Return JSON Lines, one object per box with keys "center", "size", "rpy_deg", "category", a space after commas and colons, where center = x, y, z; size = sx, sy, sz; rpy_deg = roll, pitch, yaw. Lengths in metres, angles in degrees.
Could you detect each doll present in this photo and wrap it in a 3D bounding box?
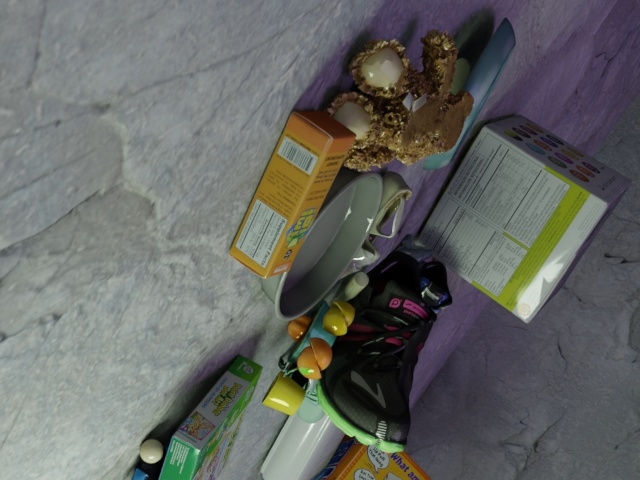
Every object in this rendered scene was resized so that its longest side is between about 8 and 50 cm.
{"center": [-0.281, 0.389, 1.471], "size": [0.129, 0.046, 0.189], "rpy_deg": [-39, 155, -44], "category": "doll"}

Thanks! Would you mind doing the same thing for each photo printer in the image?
{"center": [0.002, 0.426, 2.148], "size": [0.307, 0.107, 0.256], "rpy_deg": [-62, 162, 15], "category": "photo printer"}

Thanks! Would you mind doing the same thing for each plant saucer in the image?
{"center": [0.286, -0.264, 1.696], "size": [0.318, 0.043, 0.317], "rpy_deg": [-59, 174, -10], "category": "plant saucer"}

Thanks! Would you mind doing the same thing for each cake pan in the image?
{"center": [0.000, 0.000, 1.509], "size": [0.293, 0.054, 0.293], "rpy_deg": [-48, 160, -24], "category": "cake pan"}

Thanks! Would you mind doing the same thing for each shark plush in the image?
{"center": [0.191, 0.046, 2.044], "size": [0.161, 0.067, 0.073], "rpy_deg": [-30, 149, -53], "category": "shark plush"}

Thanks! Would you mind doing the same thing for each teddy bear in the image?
{"center": [0.112, -0.212, 1.391], "size": [0.338, 0.113, 0.245], "rpy_deg": [-19, 133, -50], "category": "teddy bear"}

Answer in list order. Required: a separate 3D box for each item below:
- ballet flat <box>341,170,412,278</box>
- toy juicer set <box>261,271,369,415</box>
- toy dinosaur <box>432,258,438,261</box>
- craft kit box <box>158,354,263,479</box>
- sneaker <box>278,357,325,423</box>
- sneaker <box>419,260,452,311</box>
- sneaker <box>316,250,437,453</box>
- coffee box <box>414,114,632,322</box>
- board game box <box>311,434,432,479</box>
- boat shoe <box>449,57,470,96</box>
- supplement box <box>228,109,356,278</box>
{"center": [0.091, -0.010, 1.678], "size": [0.248, 0.086, 0.086], "rpy_deg": [-60, 161, 12], "category": "ballet flat"}
{"center": [-0.004, 0.151, 1.674], "size": [0.209, 0.089, 0.329], "rpy_deg": [-56, -177, 43], "category": "toy juicer set"}
{"center": [0.298, 0.088, 2.466], "size": [0.082, 0.047, 0.090], "rpy_deg": [-48, 129, 2], "category": "toy dinosaur"}
{"center": [-0.199, 0.355, 1.526], "size": [0.246, 0.061, 0.250], "rpy_deg": [-55, 168, -58], "category": "craft kit box"}
{"center": [-0.039, 0.303, 1.854], "size": [0.151, 0.094, 0.256], "rpy_deg": [-43, 148, -50], "category": "sneaker"}
{"center": [0.194, 0.157, 2.065], "size": [0.315, 0.127, 0.182], "rpy_deg": [-56, -171, -20], "category": "sneaker"}
{"center": [0.113, 0.189, 1.709], "size": [0.483, 0.185, 0.202], "rpy_deg": [-84, -161, -53], "category": "sneaker"}
{"center": [0.489, -0.068, 2.179], "size": [0.337, 0.334, 0.338], "rpy_deg": [-23, 145, -61], "category": "coffee box"}
{"center": [0.088, 0.737, 2.310], "size": [0.356, 0.356, 0.356], "rpy_deg": [-46, -174, -28], "category": "board game box"}
{"center": [0.231, -0.272, 1.655], "size": [0.042, 0.049, 0.133], "rpy_deg": [-117, -129, -79], "category": "boat shoe"}
{"center": [-0.041, -0.063, 1.263], "size": [0.078, 0.080, 0.233], "rpy_deg": [-17, 140, -59], "category": "supplement box"}
